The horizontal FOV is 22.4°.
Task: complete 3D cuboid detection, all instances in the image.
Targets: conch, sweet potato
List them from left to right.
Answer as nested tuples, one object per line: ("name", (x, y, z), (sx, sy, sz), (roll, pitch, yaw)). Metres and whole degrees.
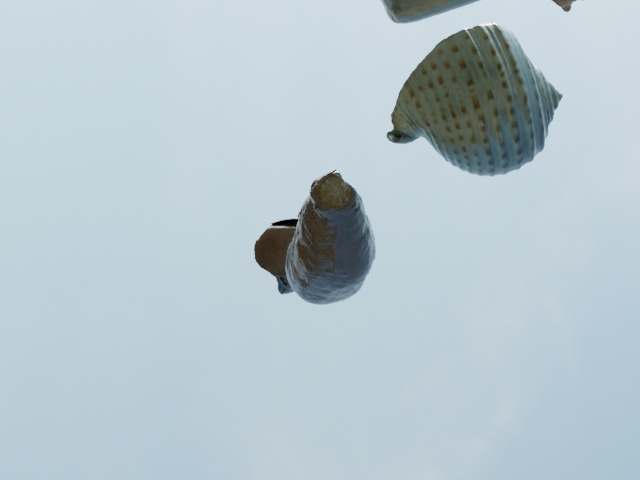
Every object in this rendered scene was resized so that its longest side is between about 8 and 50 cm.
("sweet potato", (-0.004, 0.005, 1.484), (0.085, 0.112, 0.286), (-50, 176, -11))
("conch", (0.187, -0.142, 1.831), (0.200, 0.172, 0.131), (-30, -121, -20))

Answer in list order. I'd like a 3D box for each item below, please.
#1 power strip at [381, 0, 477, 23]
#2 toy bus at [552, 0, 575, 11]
("power strip", (0.077, -0.164, 0.666), (0.265, 0.059, 0.194), (-13, -148, 41))
("toy bus", (0.226, -0.328, 1.596), (0.136, 0.209, 0.126), (-38, -147, 17))
